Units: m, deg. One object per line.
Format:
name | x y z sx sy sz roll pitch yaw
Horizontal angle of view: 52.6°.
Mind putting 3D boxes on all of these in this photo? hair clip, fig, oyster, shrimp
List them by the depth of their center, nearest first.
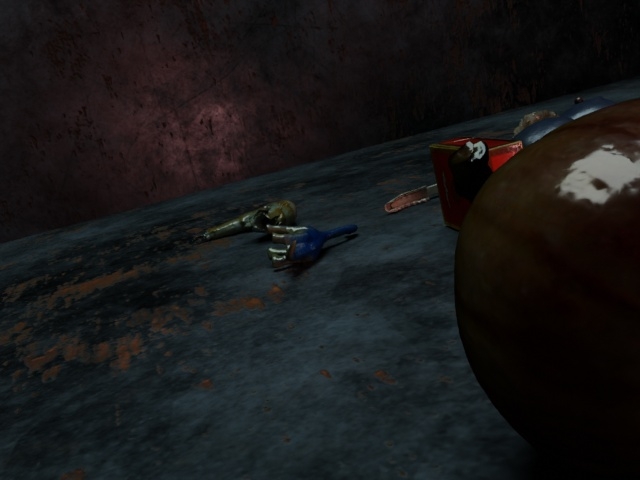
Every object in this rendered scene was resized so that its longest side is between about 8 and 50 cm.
fig | 0.190 0.025 0.400 0.234 0.235 0.214 -16 13 -11
hair clip | 0.227 -0.104 1.452 0.225 0.034 0.072 -20 10 -22
shrimp | -0.156 -0.051 1.539 0.287 0.068 0.185 -4 13 43
oyster | 0.607 -0.255 1.612 0.204 0.111 0.396 11 27 29

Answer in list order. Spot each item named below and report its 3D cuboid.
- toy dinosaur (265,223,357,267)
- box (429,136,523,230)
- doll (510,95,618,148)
toy dinosaur | 0.000 0.000 1.150 0.188 0.075 0.247 -7 5 -9
box | 0.257 -0.085 1.048 0.074 0.153 0.240 -19 13 -6
doll | 0.464 -0.171 1.215 0.258 0.154 0.228 -32 -11 -15
